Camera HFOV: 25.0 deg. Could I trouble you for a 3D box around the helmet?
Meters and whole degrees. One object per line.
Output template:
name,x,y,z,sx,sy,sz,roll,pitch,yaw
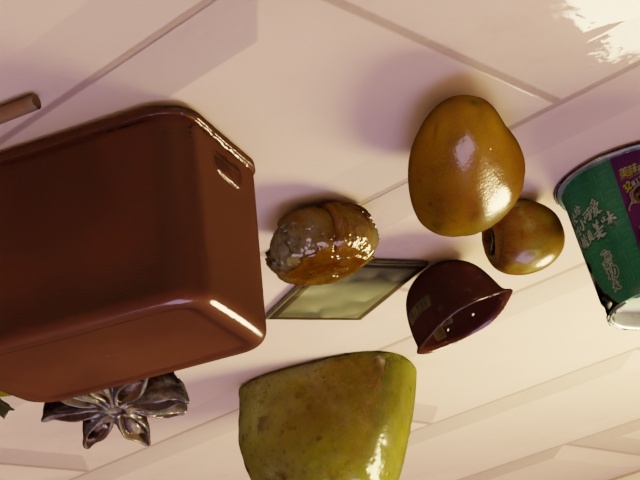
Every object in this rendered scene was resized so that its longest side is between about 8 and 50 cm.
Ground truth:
helmet,0.189,0.080,2.098,0.155,0.106,0.175,-19,162,-32

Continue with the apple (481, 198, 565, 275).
apple,0.274,-0.001,1.950,0.102,0.099,0.114,-6,155,-14

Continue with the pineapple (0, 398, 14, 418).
pineapple,-0.616,0.213,2.083,0.364,0.165,0.165,-13,159,-14

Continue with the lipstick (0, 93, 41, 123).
lipstick,-0.333,-0.130,1.497,0.094,0.019,0.019,-17,157,18

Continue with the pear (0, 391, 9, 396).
pear,-0.440,0.126,1.921,0.180,0.166,0.216,-15,-177,-19

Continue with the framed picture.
framed picture,0.035,0.076,2.156,0.173,0.010,0.231,3,155,-27

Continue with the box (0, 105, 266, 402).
box,-0.247,0.026,1.633,0.339,0.229,0.239,-16,156,16

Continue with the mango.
mango,0.171,-0.089,1.679,0.138,0.113,0.253,-5,151,0

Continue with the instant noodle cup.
instant noodle cup,0.449,0.001,1.898,0.251,0.190,0.251,-8,158,-3

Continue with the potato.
potato,0.047,0.355,2.493,0.330,0.280,0.213,5,156,-28

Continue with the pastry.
pastry,0.003,0.004,1.874,0.153,0.081,0.153,-6,154,-3

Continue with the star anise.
star anise,-0.325,0.236,2.283,0.223,0.109,0.236,-29,134,24
